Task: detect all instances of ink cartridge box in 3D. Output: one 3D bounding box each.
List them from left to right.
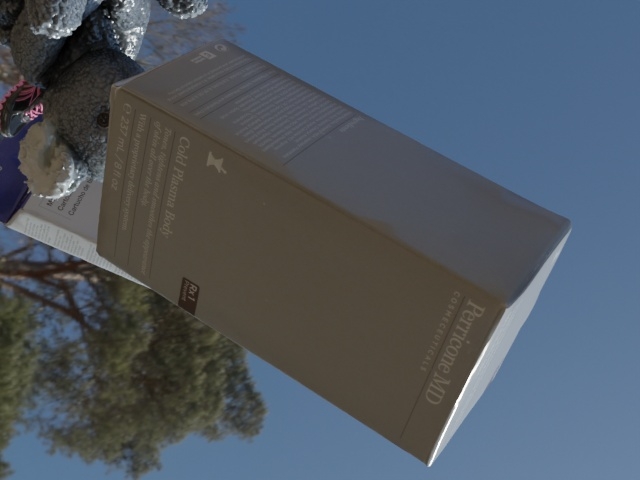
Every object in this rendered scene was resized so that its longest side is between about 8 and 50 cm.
[{"bbox_3d":[-0.323,-0.115,1.513,0.330,0.324,0.071,25,-41,-9],"label":"ink cartridge box"}]

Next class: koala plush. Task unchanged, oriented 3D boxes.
[{"bbox_3d":[-0.214,-0.156,0.933,0.203,0.196,0.221,-2,-75,42],"label":"koala plush"}]

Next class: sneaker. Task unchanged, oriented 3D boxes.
[{"bbox_3d":[-0.345,-0.172,1.206,0.057,0.047,0.119,28,-103,14],"label":"sneaker"}]

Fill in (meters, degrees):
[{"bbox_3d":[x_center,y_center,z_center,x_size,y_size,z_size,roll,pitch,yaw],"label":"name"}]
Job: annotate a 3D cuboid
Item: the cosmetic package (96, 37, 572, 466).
[{"bbox_3d":[0.000,0.000,0.549,0.238,0.107,0.127,31,-51,20],"label":"cosmetic package"}]
